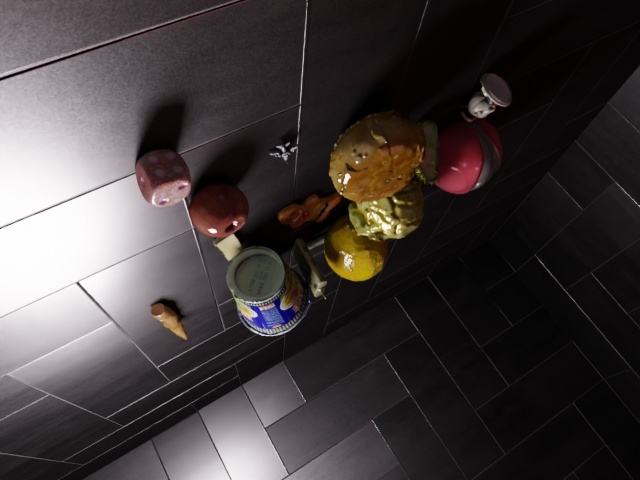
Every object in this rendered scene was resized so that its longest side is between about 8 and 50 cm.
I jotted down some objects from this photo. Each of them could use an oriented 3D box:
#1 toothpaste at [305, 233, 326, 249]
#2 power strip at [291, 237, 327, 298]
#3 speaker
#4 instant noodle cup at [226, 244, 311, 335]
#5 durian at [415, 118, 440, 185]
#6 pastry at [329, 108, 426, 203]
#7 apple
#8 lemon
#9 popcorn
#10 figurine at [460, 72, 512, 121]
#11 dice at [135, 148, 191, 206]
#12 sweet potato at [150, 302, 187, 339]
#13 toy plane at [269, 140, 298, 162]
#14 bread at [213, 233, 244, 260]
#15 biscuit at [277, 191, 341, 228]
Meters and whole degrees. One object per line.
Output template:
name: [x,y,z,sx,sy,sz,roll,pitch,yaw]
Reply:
toothpaste: [0.000,0.000,1.981,0.197,0.029,0.048,-24,154,-32]
power strip: [-0.037,0.110,1.836,0.034,0.268,0.092,-12,143,-28]
speaker: [0.542,-0.322,1.868,0.294,0.294,0.294,-29,159,-12]
instant noodle cup: [-0.189,0.162,1.715,0.284,0.284,0.312,-31,158,-7]
durian: [0.333,-0.288,1.654,0.137,0.221,0.095,-8,180,-32]
pastry: [0.154,-0.251,1.422,0.284,0.184,0.316,-16,156,-14]
apple: [-0.259,-0.076,1.284,0.153,0.120,0.153,-30,159,-13]
lemon: [0.138,0.021,1.915,0.253,0.253,0.310,-30,144,-10]
popcorn: [0.228,-0.128,1.738,0.293,0.293,0.237,-22,119,-29]
figurine: [0.537,-0.463,1.653,0.132,0.132,0.153,-18,167,-36]
dice: [-0.339,-0.134,1.070,0.091,0.093,0.094,-20,157,-33]
sweet potato: [-0.531,0.289,1.774,0.281,0.067,0.059,87,28,-66]
toy plane: [-0.095,-0.232,1.311,0.078,0.031,0.083,-16,155,-4]
bread: [-0.290,0.017,1.577,0.068,0.028,0.154,-33,159,-6]
biscuit: [-0.042,-0.095,1.692,0.250,0.036,0.165,-12,149,-46]
